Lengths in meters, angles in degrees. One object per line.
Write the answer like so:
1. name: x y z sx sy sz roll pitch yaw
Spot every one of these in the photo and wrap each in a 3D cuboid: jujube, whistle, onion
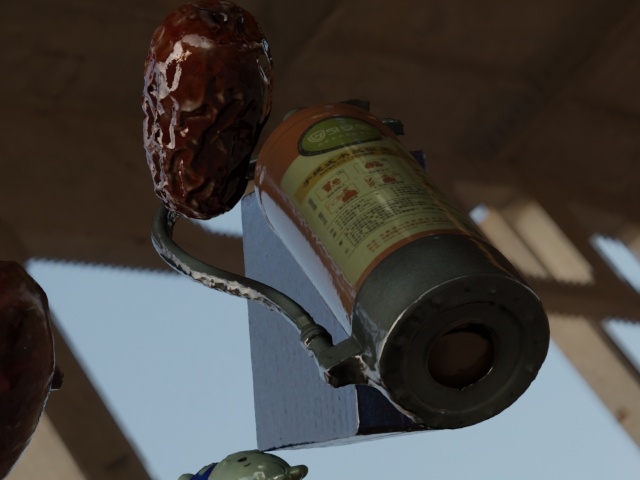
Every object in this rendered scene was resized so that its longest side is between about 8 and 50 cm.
1. jujube: -0.063 -0.072 1.082 0.077 0.077 0.129 -17 -53 -31
2. whistle: -0.098 0.277 2.039 0.110 0.092 0.244 -18 -8 -36
3. onion: -0.266 0.124 1.463 0.151 0.098 0.206 -23 -39 -46

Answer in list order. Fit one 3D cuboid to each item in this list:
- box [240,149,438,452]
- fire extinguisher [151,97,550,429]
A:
1. box: 0.020 0.067 1.962 0.116 0.279 0.261 -3 -8 -23
2. fire extinguisher: 0.003 -0.010 1.312 0.200 0.376 0.113 0 -65 -18
